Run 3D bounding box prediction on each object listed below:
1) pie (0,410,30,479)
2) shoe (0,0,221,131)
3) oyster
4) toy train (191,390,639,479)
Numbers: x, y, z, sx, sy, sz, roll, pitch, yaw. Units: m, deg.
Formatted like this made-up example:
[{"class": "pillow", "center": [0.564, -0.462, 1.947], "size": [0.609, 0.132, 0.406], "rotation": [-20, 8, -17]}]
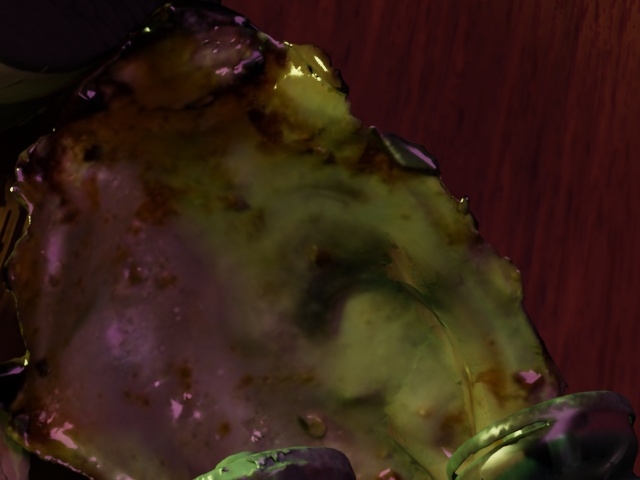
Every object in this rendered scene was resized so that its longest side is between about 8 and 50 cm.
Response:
[{"class": "pie", "center": [-0.282, 0.102, 0.746], "size": [0.339, 0.077, 0.339], "rotation": [11, 56, -17]}, {"class": "shoe", "center": [-0.165, -0.110, 0.906], "size": [0.132, 0.171, 0.336], "rotation": [52, 21, -8]}, {"class": "oyster", "center": [0.015, 0.051, 0.843], "size": [0.361, 0.221, 0.096], "rotation": [33, 14, -16]}, {"class": "toy train", "center": [0.030, 0.179, 0.742], "size": [0.304, 0.221, 0.150], "rotation": [-6, 58, -26]}]
